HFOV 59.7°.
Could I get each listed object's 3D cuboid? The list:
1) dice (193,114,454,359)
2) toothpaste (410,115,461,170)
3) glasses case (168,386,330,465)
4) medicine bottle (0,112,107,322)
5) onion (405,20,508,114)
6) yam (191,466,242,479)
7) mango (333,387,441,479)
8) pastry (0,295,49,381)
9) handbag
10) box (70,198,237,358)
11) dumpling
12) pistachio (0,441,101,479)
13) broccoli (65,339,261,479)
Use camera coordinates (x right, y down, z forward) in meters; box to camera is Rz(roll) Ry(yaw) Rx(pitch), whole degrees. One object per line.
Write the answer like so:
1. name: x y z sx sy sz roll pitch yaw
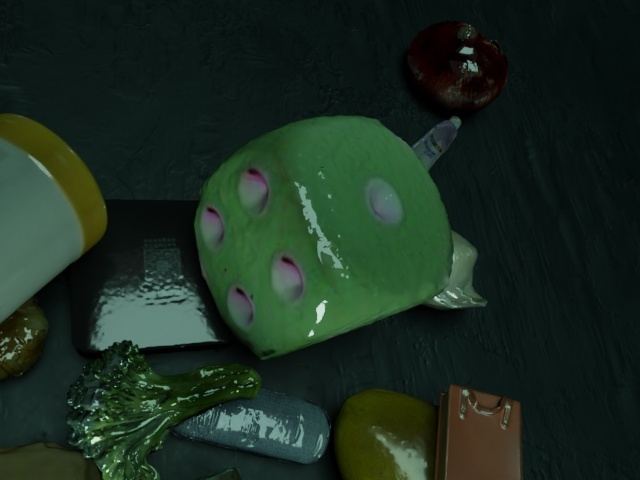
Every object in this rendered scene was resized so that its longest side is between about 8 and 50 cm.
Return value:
1. dice: 0.000 0.000 0.940 0.318 0.330 0.322 -12 75 -42
2. toothpaste: 0.248 -0.209 1.330 0.075 0.048 0.301 46 61 -2
3. glasses case: -0.119 0.302 0.941 0.282 0.067 0.109 17 63 -10
4. medicine bottle: -0.470 -0.026 0.786 0.238 0.238 0.232 38 45 -2
5. onion: 0.355 -0.464 1.401 0.272 0.195 0.272 5 62 -9
6. yam: -0.149 0.495 0.752 0.241 0.241 0.348 -16 71 -27
7. mango: 0.181 0.395 0.949 0.365 0.182 0.253 39 59 -1
8. pastry: -0.499 0.144 0.856 0.153 0.081 0.153 13 56 -20
9. handbag: 0.249 0.332 0.877 0.127 0.063 0.190 16 55 -4
10. box: -0.282 0.060 0.984 0.290 0.073 0.289 -2 67 -22
11. dumpling: 0.248 0.032 1.168 0.227 0.175 0.243 -7 82 -55
12. pistachio: -0.424 0.386 0.739 0.260 0.163 0.213 -2 88 -36
13. broccoli: -0.234 0.257 0.813 0.275 0.177 0.198 7 51 3
